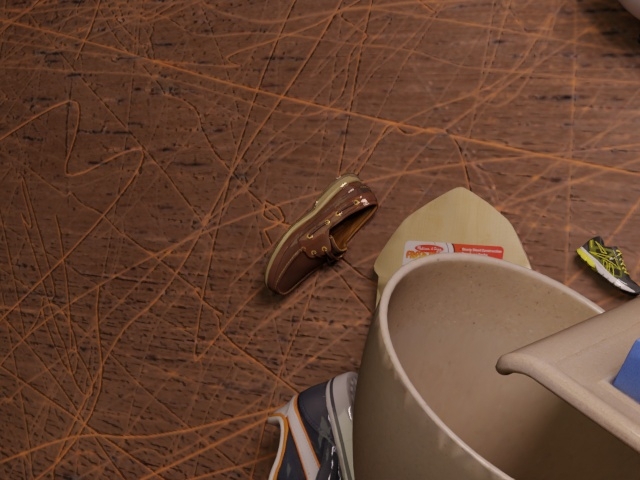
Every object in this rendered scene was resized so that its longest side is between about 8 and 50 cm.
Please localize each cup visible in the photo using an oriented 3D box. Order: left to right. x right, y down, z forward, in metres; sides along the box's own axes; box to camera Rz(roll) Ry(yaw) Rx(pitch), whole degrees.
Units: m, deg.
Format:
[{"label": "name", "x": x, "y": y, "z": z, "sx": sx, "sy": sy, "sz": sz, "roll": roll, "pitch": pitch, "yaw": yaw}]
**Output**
[{"label": "cup", "x": 0.160, "y": 0.206, "z": 0.947, "sx": 0.331, "sy": 0.331, "sz": 0.237, "roll": 47, "pitch": 127, "yaw": 30}]

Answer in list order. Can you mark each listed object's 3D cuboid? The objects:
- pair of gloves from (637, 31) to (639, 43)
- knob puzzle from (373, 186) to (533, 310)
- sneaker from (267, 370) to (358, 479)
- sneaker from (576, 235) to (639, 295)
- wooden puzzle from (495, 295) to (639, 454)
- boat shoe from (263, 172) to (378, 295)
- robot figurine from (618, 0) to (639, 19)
[{"label": "pair of gloves", "x": 0.394, "y": -0.215, "z": 1.093, "sx": 0.074, "sy": 0.010, "sz": 0.083, "roll": -20, "pitch": 68, "yaw": 22}, {"label": "knob puzzle", "x": 0.154, "y": 0.035, "z": 1.138, "sx": 0.213, "sy": 0.030, "sz": 0.213, "roll": -8, "pitch": 72, "yaw": 27}, {"label": "sneaker", "x": 0.024, "y": 0.312, "z": 1.074, "sx": 0.127, "sy": 0.126, "sz": 0.321, "roll": -23, "pitch": 58, "yaw": 17}, {"label": "sneaker", "x": 0.312, "y": 0.025, "z": 1.055, "sx": 0.035, "sy": 0.031, "sz": 0.083, "roll": -50, "pitch": 59, "yaw": 6}, {"label": "wooden puzzle", "x": 0.370, "y": 0.131, "z": 0.828, "sx": 0.348, "sy": 0.322, "sz": 0.081, "roll": 31, "pitch": 117, "yaw": 33}, {"label": "boat shoe", "x": 0.000, "y": 0.000, "z": 1.210, "sx": 0.178, "sy": 0.064, "sz": 0.060, "roll": -50, "pitch": 57, "yaw": 4}, {"label": "robot figurine", "x": 0.427, "y": -0.331, "z": 1.013, "sx": 0.278, "sy": 0.209, "sz": 0.174, "roll": -18, "pitch": 81, "yaw": 22}]
